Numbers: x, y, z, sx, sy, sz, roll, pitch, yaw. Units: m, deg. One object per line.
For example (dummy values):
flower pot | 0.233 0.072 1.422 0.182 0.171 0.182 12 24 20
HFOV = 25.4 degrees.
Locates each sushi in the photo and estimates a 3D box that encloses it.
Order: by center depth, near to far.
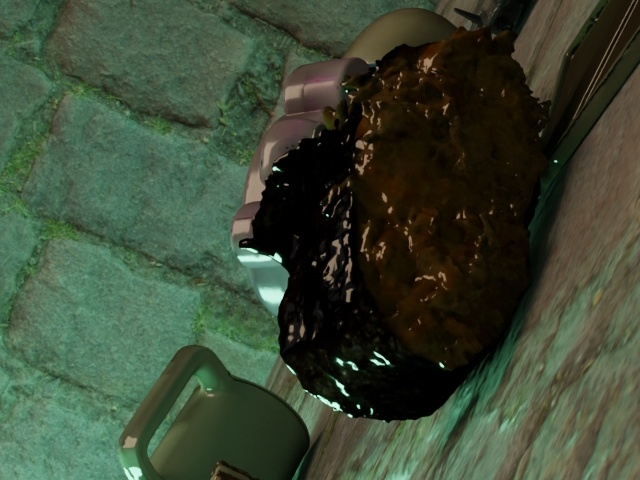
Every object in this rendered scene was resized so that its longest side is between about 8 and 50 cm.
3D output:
sushi | 0.064 -0.021 1.223 0.207 0.235 0.348 120 164 -51

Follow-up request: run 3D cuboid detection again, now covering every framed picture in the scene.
framed picture | 0.265 -0.195 1.236 0.289 0.020 0.211 -60 5 47

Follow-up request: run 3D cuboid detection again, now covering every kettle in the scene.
kettle | -0.182 0.345 1.990 0.205 0.265 0.318 -42 12 49

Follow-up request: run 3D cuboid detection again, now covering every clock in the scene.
clock | 0.015 -0.036 1.796 0.113 0.295 0.322 -4 44 32

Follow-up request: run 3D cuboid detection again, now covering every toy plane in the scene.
toy plane | 0.263 -0.356 2.082 0.212 0.088 0.267 -62 -4 24

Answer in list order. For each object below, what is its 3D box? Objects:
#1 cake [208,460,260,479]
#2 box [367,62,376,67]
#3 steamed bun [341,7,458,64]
cake | -0.099 0.361 1.771 0.134 0.135 0.147 -63 1 -6
box | 0.077 -0.134 2.150 0.232 0.083 0.142 64 149 24
steamed bun | 0.117 -0.241 2.398 0.324 0.206 0.324 -156 90 -87
